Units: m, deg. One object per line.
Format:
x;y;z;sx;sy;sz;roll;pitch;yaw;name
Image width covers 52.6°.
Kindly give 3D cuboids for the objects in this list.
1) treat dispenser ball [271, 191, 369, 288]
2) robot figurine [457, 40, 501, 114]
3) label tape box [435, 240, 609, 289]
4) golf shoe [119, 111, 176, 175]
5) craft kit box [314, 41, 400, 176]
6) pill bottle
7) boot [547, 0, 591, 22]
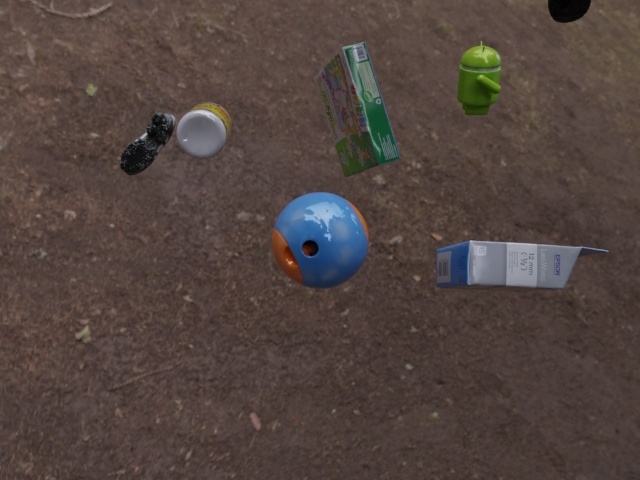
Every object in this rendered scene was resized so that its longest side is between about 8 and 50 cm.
0.000;0.000;1.916;0.288;0.288;0.288;15;47;-17;treat dispenser ball
0.260;-0.265;1.064;0.067;0.115;0.101;1;29;4;robot figurine
0.492;0.073;1.618;0.348;0.249;0.115;5;84;-7;label tape box
-0.440;-0.248;1.686;0.077;0.198;0.094;45;16;-4;golf shoe
0.073;-0.273;1.411;0.061;0.247;0.249;-18;94;-11;craft kit box
-0.282;-0.277;1.601;0.117;0.117;0.215;23;16;-10;pill bottle
0.563;-0.654;1.473;0.094;0.246;0.207;-2;62;24;boot
